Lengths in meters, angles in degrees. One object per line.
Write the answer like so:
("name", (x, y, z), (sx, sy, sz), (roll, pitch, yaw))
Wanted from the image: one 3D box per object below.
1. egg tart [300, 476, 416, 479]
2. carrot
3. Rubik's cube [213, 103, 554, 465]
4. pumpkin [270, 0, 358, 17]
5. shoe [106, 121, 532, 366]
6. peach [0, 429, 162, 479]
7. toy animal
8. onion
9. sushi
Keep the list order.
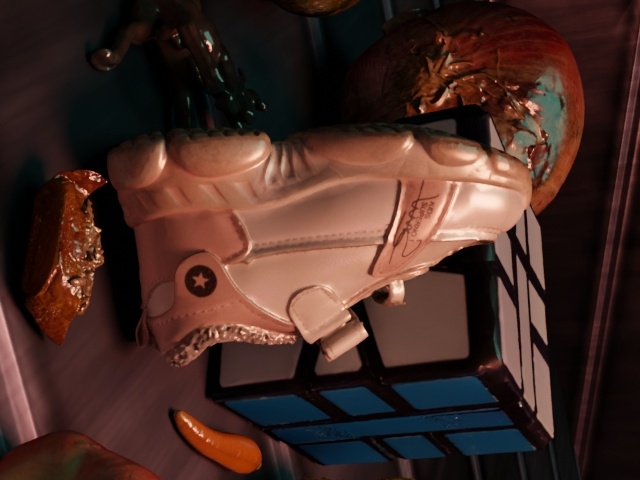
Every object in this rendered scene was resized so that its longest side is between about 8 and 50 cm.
("egg tart", (0.085, 0.330, 0.968), (0.118, 0.288, 0.288), (-39, 123, -34))
("carrot", (-0.091, 0.187, 0.903), (0.142, 0.035, 0.035), (44, 43, -51))
("Rubik's cube", (0.077, 0.062, 1.036), (0.283, 0.288, 0.294), (44, 40, -57))
("pumpkin", (-0.018, -0.375, 1.119), (0.238, 0.159, 0.238), (11, 78, -61))
("shoe", (0.001, -0.001, 0.837), (0.172, 0.350, 0.198), (-103, -167, -80))
("peach", (-0.153, 0.204, 0.607), (0.152, 0.152, 0.152), (-8, 90, -69))
("toy animal", (-0.127, -0.167, 0.904), (0.233, 0.084, 0.148), (51, 19, -42))
("onion", (0.170, -0.151, 1.296), (0.353, 0.353, 0.354), (-8, 90, -69))
("sushi", (-0.184, 0.010, 0.709), (0.055, 0.052, 0.120), (27, 54, -47))
